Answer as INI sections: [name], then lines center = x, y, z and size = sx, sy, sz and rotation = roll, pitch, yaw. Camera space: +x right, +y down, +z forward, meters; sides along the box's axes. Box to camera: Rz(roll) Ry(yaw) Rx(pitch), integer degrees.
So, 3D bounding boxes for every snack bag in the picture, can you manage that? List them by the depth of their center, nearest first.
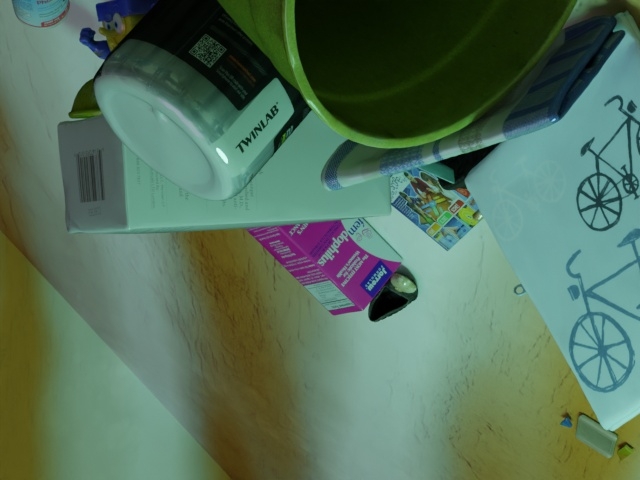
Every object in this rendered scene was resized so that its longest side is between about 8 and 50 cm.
[snack bag]
center = 0.307, -0.013, 1.609
size = 0.343, 0.037, 0.323
rotation = 61, 140, 18

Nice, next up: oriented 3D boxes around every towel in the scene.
[towel]
center = 0.147, -0.136, 1.544
size = 0.285, 0.209, 0.034
rotation = -15, 113, 38

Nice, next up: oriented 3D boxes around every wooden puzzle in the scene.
[wooden puzzle]
center = 0.427, 0.301, 2.394
size = 0.116, 0.014, 0.078
rotation = 34, 154, 14

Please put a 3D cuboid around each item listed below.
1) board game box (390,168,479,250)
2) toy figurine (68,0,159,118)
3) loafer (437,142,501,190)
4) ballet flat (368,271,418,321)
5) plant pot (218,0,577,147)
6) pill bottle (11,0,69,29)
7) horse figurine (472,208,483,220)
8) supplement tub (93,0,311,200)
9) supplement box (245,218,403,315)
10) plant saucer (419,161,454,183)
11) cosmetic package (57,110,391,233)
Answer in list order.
[board game box]
center = 0.157, -0.067, 2.076
size = 0.136, 0.035, 0.201
rotation = 40, 159, 0
[toy figurine]
center = -0.251, -0.289, 2.249
size = 0.362, 0.191, 0.217
rotation = 5, 111, 58
[loafer]
center = 0.224, -0.112, 1.840
size = 0.078, 0.080, 0.220
rotation = 1, 171, -31
[ballet flat]
center = 0.115, 0.092, 2.446
size = 0.057, 0.049, 0.173
rotation = 37, 159, 4
[plant pot]
center = 0.012, -0.328, 1.429
size = 0.353, 0.366, 0.366
rotation = 39, 163, 39
[pill bottle]
center = -0.427, -0.392, 2.333
size = 0.087, 0.087, 0.160
rotation = 35, 159, 12
[horse figurine]
center = 0.305, -0.021, 1.796
size = 0.263, 0.066, 0.174
rotation = 29, 134, -19
[supplement tub]
center = -0.074, -0.226, 1.719
size = 0.207, 0.338, 0.207
rotation = 34, 159, 15
[supplement box]
center = 0.000, 0.000, 2.368
size = 0.220, 0.111, 0.114
rotation = 45, 158, -15
[plant saucer]
center = 0.107, -0.109, 1.919
size = 0.067, 0.018, 0.192
rotation = 22, -174, -22
[cosmetic package]
center = -0.120, -0.092, 2.020
size = 0.217, 0.385, 0.156
rotation = -2, 92, 58
